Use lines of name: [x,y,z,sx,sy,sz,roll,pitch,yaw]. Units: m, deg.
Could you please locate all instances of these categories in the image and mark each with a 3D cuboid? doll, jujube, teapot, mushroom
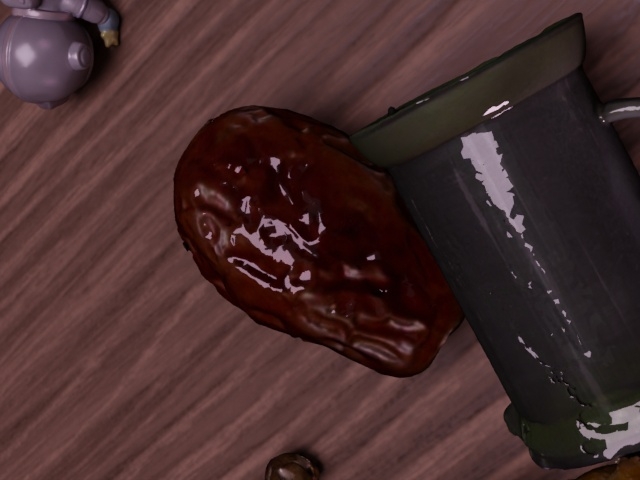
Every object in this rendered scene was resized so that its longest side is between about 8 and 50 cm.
doll: [-0.285,-0.276,1.139,0.151,0.151,0.287,12,107,26]
jujube: [0.000,0.000,1.003,0.290,0.197,0.197,37,114,3]
teapot: [0.210,0.004,0.865,0.270,0.200,0.337,-26,96,28]
mushroom: [-0.018,0.309,1.137,0.060,0.061,0.187,-10,98,24]

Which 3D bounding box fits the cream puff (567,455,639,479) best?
cream puff: [0.236,0.240,0.808,0.165,0.115,0.150,13,117,-18]
